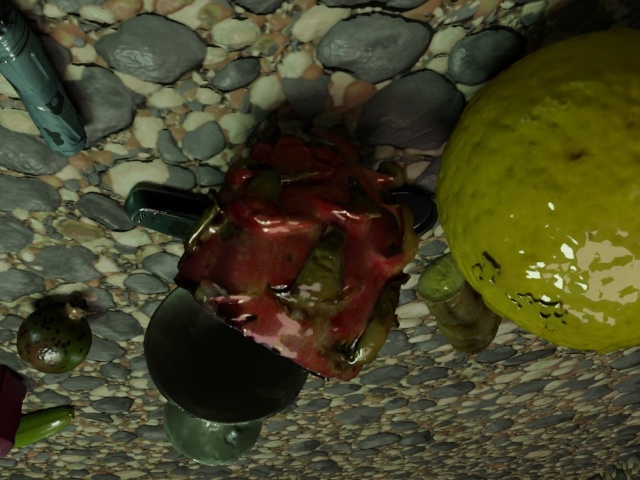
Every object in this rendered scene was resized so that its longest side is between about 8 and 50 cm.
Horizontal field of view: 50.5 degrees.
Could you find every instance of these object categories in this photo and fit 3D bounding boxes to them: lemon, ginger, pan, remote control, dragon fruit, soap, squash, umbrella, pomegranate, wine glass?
[{"bbox_3d":[0.315,-0.062,0.766,0.349,0.350,0.387,19,120,-34],"label":"lemon"},{"bbox_3d":[0.261,0.126,1.237,0.109,0.116,0.263,-50,138,-11],"label":"ginger"},{"bbox_3d":[0.062,-0.033,1.026,0.235,0.028,0.136,-5,146,-9],"label":"pan"},{"bbox_3d":[-0.172,-0.025,0.977,0.222,0.042,0.072,17,141,-31],"label":"remote control"},{"bbox_3d":[0.000,0.000,0.845,0.296,0.314,0.263,34,90,-10],"label":"dragon fruit"},{"bbox_3d":[-0.717,0.351,1.317,0.249,0.162,0.099,-12,146,5],"label":"soap"},{"bbox_3d":[-0.642,0.419,1.525,0.201,0.066,0.066,-21,144,8],"label":"squash"},{"bbox_3d":[-0.311,-0.180,0.711,0.052,0.053,0.250,-8,147,2],"label":"umbrella"},{"bbox_3d":[-0.443,0.158,1.133,0.130,0.130,0.130,-5,146,-4],"label":"pomegranate"},{"bbox_3d":[-0.180,0.257,1.233,0.267,0.267,0.406,1,151,-13],"label":"wine glass"}]
